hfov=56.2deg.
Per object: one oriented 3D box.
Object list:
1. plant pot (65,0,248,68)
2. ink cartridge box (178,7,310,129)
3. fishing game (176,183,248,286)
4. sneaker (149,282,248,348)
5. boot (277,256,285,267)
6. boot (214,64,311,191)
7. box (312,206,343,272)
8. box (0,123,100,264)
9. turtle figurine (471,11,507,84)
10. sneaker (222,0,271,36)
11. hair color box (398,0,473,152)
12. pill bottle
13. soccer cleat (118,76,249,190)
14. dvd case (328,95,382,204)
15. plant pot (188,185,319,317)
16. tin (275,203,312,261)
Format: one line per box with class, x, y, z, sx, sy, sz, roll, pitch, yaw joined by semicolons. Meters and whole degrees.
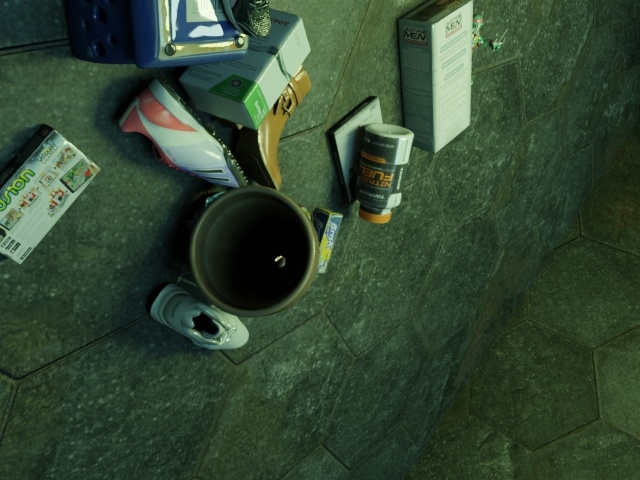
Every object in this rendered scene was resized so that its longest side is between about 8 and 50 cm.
plant pot;-0.238;-0.386;0.924;0.236;0.212;0.236;-22;126;-42
ink cartridge box;-0.136;-0.328;1.113;0.208;0.153;0.087;-59;156;-17
fishing game;-0.225;-0.017;1.315;0.189;0.041;0.264;35;75;-54
sneaker;-0.248;0.197;1.339;0.111;0.129;0.297;-62;145;-6
boot;-0.071;0.053;1.552;0.118;0.042;0.087;-33;140;-34
boot;-0.101;-0.259;1.282;0.220;0.109;0.283;-51;135;-24
box;0.000;0.000;1.589;0.059;0.054;0.169;2;109;-52
box;-0.469;-0.075;0.977;0.207;0.036;0.114;-54;143;-13
turtle figurine;0.441;-0.562;1.740;0.175;0.118;0.234;-17;138;-34
sneaker;-0.098;-0.374;0.857;0.072;0.077;0.178;-40;139;-27
hair color box;0.322;-0.455;1.660;0.185;0.113;0.375;-39;138;-30
pill bottle;0.160;-0.171;1.568;0.130;0.130;0.246;-18;125;-44
soccer cleat;-0.250;-0.173;1.151;0.116;0.109;0.318;-38;144;2
dvd case;0.108;-0.238;1.598;0.179;0.029;0.239;-43;139;-26
plant pot;-0.117;0.034;1.276;0.263;0.263;0.229;-62;167;-2
tin;-0.095;-0.019;1.476;0.189;0.040;0.106;-36;140;-33
